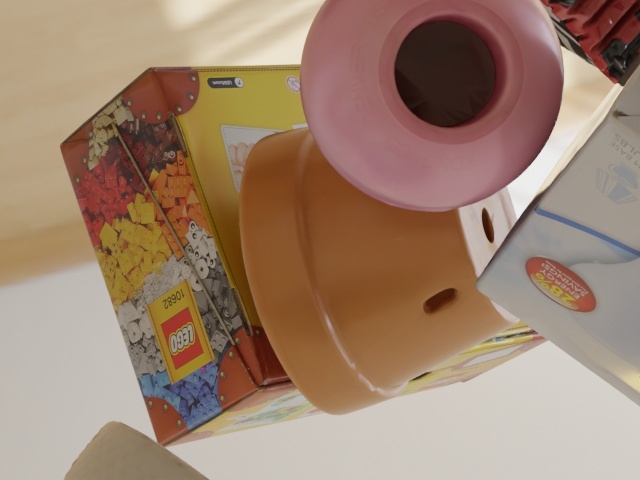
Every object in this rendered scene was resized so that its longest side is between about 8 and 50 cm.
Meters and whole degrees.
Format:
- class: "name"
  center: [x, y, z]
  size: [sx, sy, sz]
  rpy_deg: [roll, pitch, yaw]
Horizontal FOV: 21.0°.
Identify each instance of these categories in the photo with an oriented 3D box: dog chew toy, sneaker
- class: "dog chew toy"
  center: [0.078, -0.129, 1.425]
  size: [0.206, 0.207, 0.332]
  rpy_deg: [-10, -177, -6]
- class: "sneaker"
  center: [0.235, -0.254, 1.640]
  size: [0.097, 0.135, 0.276]
  rpy_deg: [-45, 120, -1]

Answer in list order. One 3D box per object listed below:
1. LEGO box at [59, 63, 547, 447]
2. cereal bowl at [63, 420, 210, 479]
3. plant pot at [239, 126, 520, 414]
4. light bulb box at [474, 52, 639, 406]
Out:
- class: "LEGO box"
  center: [0.000, 0.000, 1.997]
  size: [0.500, 0.373, 0.193]
  rpy_deg: [-6, 161, -44]
- class: "cereal bowl"
  center: [-0.079, 0.294, 1.295]
  size: [0.141, 0.339, 0.339]
  rpy_deg: [-48, 160, -16]
- class: "plant pot"
  center: [0.076, 0.011, 1.700]
  size: [0.203, 0.291, 0.291]
  rpy_deg: [-15, 156, 21]
- class: "light bulb box"
  center: [0.358, 0.004, 1.344]
  size: [0.225, 0.358, 0.361]
  rpy_deg: [-51, 174, -23]
